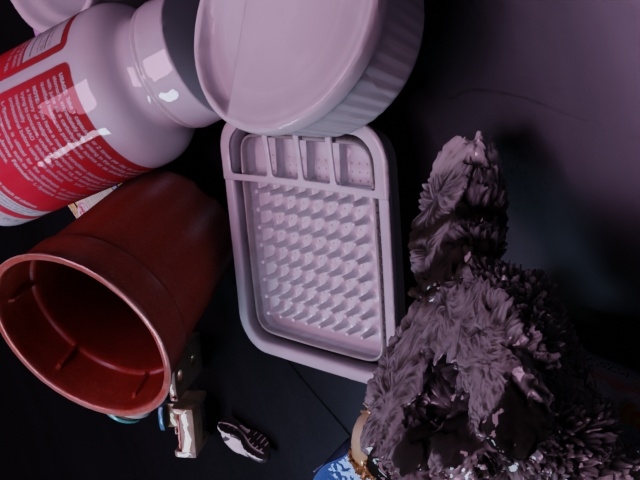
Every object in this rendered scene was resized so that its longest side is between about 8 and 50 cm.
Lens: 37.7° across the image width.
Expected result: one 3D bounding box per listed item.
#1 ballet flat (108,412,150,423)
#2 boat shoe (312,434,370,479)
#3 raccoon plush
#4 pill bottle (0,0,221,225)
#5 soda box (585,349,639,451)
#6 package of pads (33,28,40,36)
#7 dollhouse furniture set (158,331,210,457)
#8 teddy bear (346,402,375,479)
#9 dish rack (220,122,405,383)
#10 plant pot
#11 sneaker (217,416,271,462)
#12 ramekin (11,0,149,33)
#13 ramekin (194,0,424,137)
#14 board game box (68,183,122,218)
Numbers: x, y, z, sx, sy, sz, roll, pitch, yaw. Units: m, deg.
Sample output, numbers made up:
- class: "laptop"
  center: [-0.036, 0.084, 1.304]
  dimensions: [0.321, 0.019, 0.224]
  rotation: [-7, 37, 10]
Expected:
- class: "ballet flat"
  center: [-0.422, 0.162, 1.653]
  dimensions: [0.400, 0.139, 0.139]
  rotation: [33, 125, 28]
- class: "boat shoe"
  center: [0.078, 0.284, 1.215]
  dimensions: [0.109, 0.089, 0.258]
  rotation: [46, 127, 7]
- class: "raccoon plush"
  center: [0.236, 0.124, 0.905]
  dimensions: [0.216, 0.299, 0.447]
  rotation: [-22, 45, 54]
- class: "pill bottle"
  center: [-0.322, -0.182, 1.287]
  dimensions: [0.407, 0.229, 0.229]
  rotation: [-18, 90, 26]
- class: "soda box"
  center: [0.279, 0.154, 0.981]
  dimensions: [0.183, 0.063, 0.058]
  rotation: [24, 112, 38]
- class: "package of pads"
  center: [-0.445, -0.361, 1.549]
  dimensions: [0.083, 0.032, 0.050]
  rotation: [-13, 97, 46]
- class: "dollhouse furniture set"
  center: [-0.260, 0.251, 1.467]
  dimensions: [0.129, 0.129, 0.184]
  rotation: [0, 105, 12]
- class: "teddy bear"
  center: [0.145, 0.307, 1.024]
  dimensions: [0.113, 0.245, 0.338]
  rotation: [-35, 106, 7]
- class: "dish rack"
  center: [0.000, 0.000, 1.202]
  dimensions: [0.285, 0.072, 0.333]
  rotation: [10, 110, 42]
- class: "plant pot"
  center: [-0.261, 0.053, 1.301]
  dimensions: [0.272, 0.265, 0.272]
  rotation: [15, 131, 18]
- class: "sneaker"
  center: [-0.114, 0.315, 1.452]
  dimensions: [0.109, 0.040, 0.044]
  rotation: [28, 138, 40]
- class: "ramekin"
  center: [-0.345, -0.441, 1.349]
  dimensions: [0.277, 0.135, 0.277]
  rotation: [17, 116, 40]
- class: "ramekin"
  center: [-0.007, -0.238, 1.041]
  dimensions: [0.272, 0.127, 0.273]
  rotation: [-8, 77, 40]
- class: "board game box"
  center: [-0.350, -0.090, 1.536]
  dimensions: [0.147, 0.045, 0.193]
  rotation: [53, 133, 18]
